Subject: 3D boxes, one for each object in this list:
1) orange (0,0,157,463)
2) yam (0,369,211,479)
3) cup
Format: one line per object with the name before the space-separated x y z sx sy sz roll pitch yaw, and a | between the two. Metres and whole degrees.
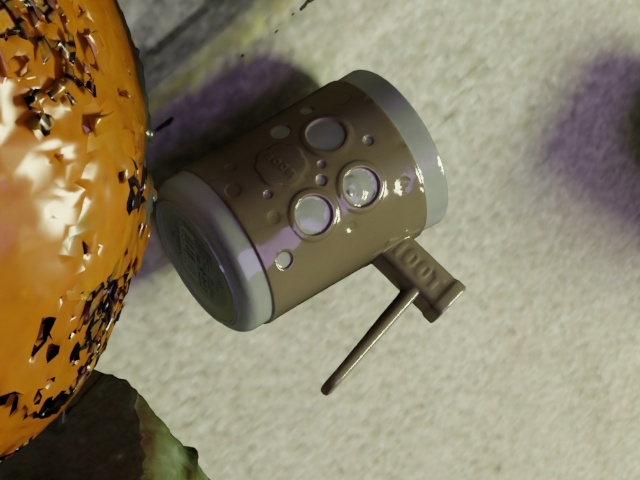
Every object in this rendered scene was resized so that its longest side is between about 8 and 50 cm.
orange | -0.161 -0.022 0.498 0.234 0.182 0.234 -16 131 -20
yam | -0.134 0.191 0.624 0.271 0.201 0.202 -44 133 -20
cup | -0.004 -0.002 0.690 0.099 0.074 0.102 -30 108 -20
